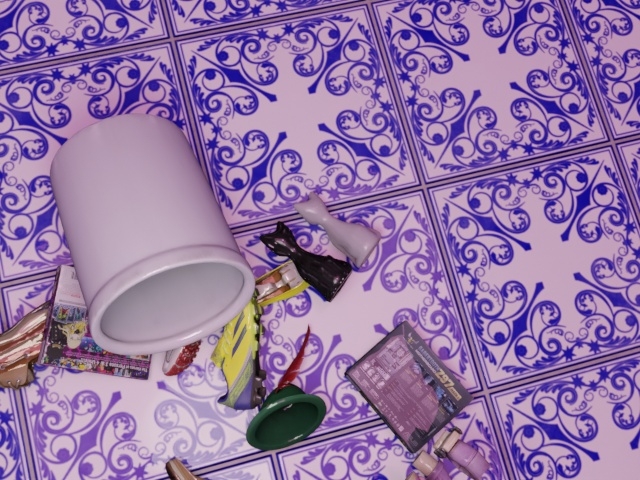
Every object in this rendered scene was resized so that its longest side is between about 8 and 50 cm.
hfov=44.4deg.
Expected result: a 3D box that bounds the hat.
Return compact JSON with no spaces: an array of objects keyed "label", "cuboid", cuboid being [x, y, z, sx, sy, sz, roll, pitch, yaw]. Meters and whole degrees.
[{"label":"hat","cuboid":[-0.093,0.328,1.713,0.208,0.173,0.184,-12,44,-21]}]

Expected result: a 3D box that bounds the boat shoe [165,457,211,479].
[{"label":"boat shoe","cuboid":[-0.250,0.529,1.649,0.072,0.068,0.190,-36,92,-24]}]

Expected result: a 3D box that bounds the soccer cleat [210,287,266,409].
[{"label":"soccer cleat","cuboid":[-0.181,0.223,1.673,0.121,0.093,0.289,0,97,7]}]

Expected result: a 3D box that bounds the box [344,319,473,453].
[{"label":"box","cuboid":[0.195,0.323,1.738,0.183,0.059,0.233,-40,83,-13]}]

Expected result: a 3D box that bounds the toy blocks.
[{"label":"toy blocks","cuboid":[0.257,0.587,1.568,0.260,0.288,0.309,38,74,10]}]

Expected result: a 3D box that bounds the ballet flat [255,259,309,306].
[{"label":"ballet flat","cuboid":[-0.098,0.098,1.751,0.231,0.077,0.077,-27,79,-11]}]

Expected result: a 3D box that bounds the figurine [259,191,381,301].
[{"label":"figurine","cuboid":[0.000,0.000,1.757,0.209,0.092,0.215,37,50,8]}]

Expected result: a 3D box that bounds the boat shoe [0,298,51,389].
[{"label":"boat shoe","cuboid":[-0.647,0.253,1.640,0.324,0.122,0.120,-36,89,-13]}]

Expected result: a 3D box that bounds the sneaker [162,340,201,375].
[{"label":"sneaker","cuboid":[-0.307,0.186,1.717,0.092,0.088,0.225,9,73,14]}]

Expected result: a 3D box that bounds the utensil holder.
[{"label":"utensil holder","cuboid":[-0.348,-0.017,1.585,0.327,0.328,0.386,-21,62,-10]}]

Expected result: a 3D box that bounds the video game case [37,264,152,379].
[{"label":"video game case","cuboid":[-0.462,0.177,1.667,0.232,0.041,0.210,15,74,-30]}]
